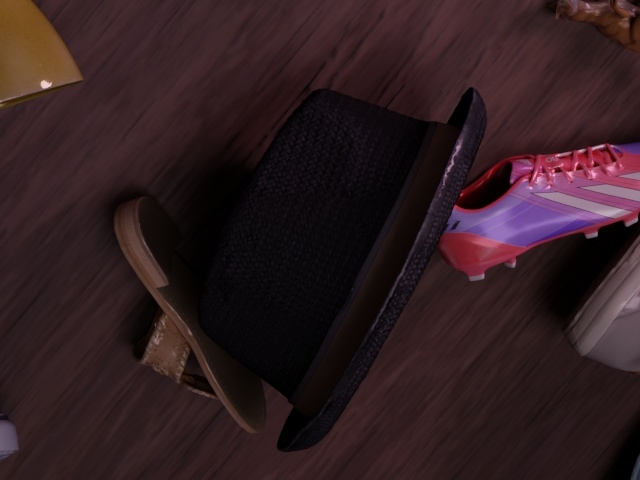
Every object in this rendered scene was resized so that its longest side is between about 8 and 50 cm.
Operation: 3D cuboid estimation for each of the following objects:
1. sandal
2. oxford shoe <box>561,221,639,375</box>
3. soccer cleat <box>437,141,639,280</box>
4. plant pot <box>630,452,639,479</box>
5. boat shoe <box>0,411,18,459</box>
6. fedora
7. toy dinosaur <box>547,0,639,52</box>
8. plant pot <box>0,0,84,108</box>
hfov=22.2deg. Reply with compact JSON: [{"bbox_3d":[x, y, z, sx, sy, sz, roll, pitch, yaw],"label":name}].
[{"bbox_3d":[-0.131,0.072,1.390,0.079,0.088,0.240,-17,119,20],"label":"sandal"},{"bbox_3d":[0.405,-0.046,1.504,0.130,0.169,0.449,38,102,6],"label":"oxford shoe"},{"bbox_3d":[0.214,-0.048,1.480,0.248,0.083,0.095,-23,117,-11],"label":"soccer cleat"},{"bbox_3d":[0.485,0.294,1.680,0.293,0.293,0.196,-52,150,6],"label":"plant pot"},{"bbox_3d":[-0.384,0.147,1.278,0.302,0.109,0.094,-1,73,-33],"label":"boat shoe"},{"bbox_3d":[0.000,0.000,1.325,0.152,0.334,0.334,27,103,-2],"label":"fedora"},{"bbox_3d":[0.296,-0.189,1.468,0.211,0.064,0.112,29,118,-24],"label":"toy dinosaur"},{"bbox_3d":[-0.252,-0.142,1.190,0.134,0.134,0.095,-19,97,-16],"label":"plant pot"}]
